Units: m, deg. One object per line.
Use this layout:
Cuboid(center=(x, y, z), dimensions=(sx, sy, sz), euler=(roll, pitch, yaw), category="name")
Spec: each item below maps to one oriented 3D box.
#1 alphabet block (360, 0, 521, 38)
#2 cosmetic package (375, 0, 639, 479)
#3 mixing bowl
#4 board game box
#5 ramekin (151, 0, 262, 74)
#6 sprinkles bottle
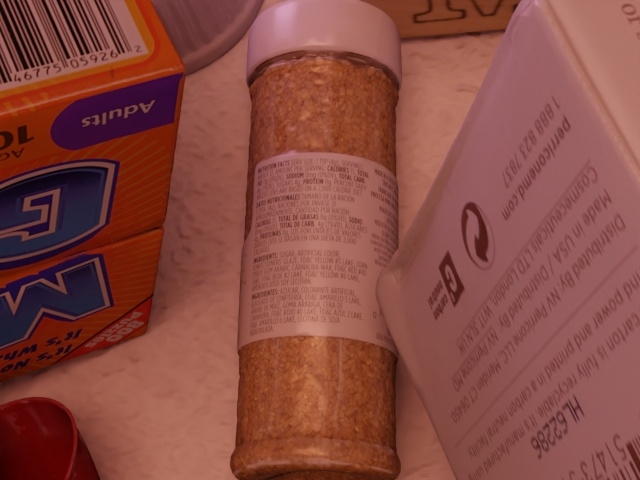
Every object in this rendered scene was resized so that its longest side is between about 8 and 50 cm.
Cuboid(center=(0.106, -0.286, 0.963), dimensions=(0.197, 0.193, 0.192), euler=(-4, 70, 7), category="alphabet block")
Cuboid(center=(0.295, 0.048, 0.683), dimensions=(0.393, 0.329, 0.327), euler=(-15, 66, -20), category="cosmetic package")
Cuboid(center=(-0.214, 0.209, 0.856), dimensions=(0.181, 0.098, 0.181), euler=(-26, 33, 18), category="mixing bowl")
Cuboid(center=(-0.332, -0.104, 0.817), dimensions=(0.356, 0.356, 0.356), euler=(-18, 67, -20), category="board game box")
Cuboid(center=(-0.154, -0.247, 1.032), dimensions=(0.207, 0.109, 0.207), euler=(-3, 69, 7), category="ramekin")
Cuboid(center=(0.000, 0.000, 0.908), dimensions=(0.121, 0.121, 0.355), euler=(-2, 69, 8), category="sprinkles bottle")
